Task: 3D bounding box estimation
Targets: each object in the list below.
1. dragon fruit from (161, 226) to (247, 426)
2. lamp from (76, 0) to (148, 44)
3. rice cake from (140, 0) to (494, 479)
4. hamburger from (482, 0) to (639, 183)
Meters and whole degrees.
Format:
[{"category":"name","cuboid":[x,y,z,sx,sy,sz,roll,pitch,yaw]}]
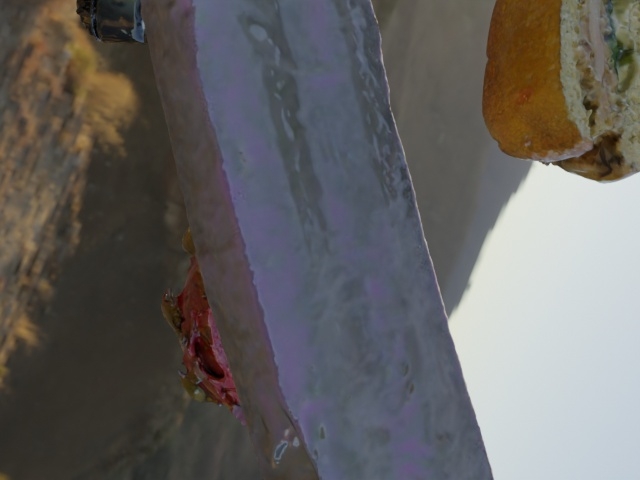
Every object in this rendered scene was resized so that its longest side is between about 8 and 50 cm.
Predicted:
[{"category":"dragon fruit","cuboid":[-0.050,0.039,0.939,0.150,0.133,0.207,-55,-143,42]},{"category":"lamp","cuboid":[-0.155,-0.353,1.241,0.272,0.205,0.374,60,36,-83]},{"category":"rice cake","cuboid":[-0.001,0.002,0.551,0.050,0.106,0.297,-21,-99,57]},{"category":"hamburger","cuboid":[0.229,-0.176,1.146,0.156,0.144,0.282,-36,-136,57]}]
